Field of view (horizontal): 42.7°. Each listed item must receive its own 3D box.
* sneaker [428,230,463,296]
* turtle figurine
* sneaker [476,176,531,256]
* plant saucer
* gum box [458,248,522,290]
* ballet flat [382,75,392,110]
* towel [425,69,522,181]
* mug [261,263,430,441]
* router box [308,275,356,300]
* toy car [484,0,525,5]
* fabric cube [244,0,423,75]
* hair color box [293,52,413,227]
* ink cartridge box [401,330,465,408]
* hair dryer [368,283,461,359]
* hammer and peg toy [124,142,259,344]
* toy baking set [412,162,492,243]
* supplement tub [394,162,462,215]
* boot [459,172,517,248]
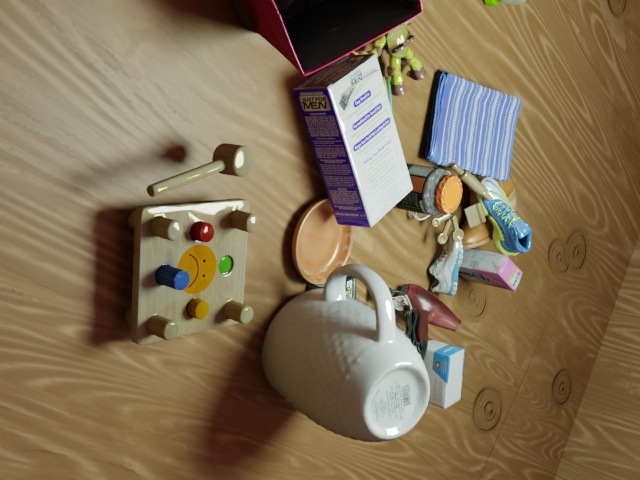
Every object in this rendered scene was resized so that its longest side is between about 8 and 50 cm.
[{"bbox_3d":[0.343,0.065,2.266,0.071,0.082,0.191,-96,-168,-72],"label":"sneaker"},{"bbox_3d":[0.184,-0.463,1.910,0.269,0.087,0.217,-52,135,-27],"label":"turtle figurine"},{"bbox_3d":[0.518,-0.066,2.248,0.091,0.126,0.240,-35,111,-24],"label":"sneaker"},{"bbox_3d":[0.000,0.000,1.873,0.200,0.037,0.200,-18,115,-45],"label":"plant saucer"},{"bbox_3d":[0.464,0.078,2.336,0.107,0.188,0.062,40,71,-40],"label":"gum box"},{"bbox_3d":[0.138,-0.272,1.924,0.077,0.077,0.231,-95,174,-54],"label":"ballet flat"},{"bbox_3d":[0.419,-0.304,2.209,0.336,0.040,0.243,9,90,-38],"label":"towel"},{"bbox_3d":[0.071,0.234,1.747,0.276,0.328,0.374,-6,107,-31],"label":"mug"},{"bbox_3d":[0.028,0.176,1.953,0.133,0.046,0.179,-16,114,-47],"label":"router box"},{"bbox_3d":[0.508,-0.737,2.173,0.149,0.155,0.188,28,70,-50],"label":"toy car"},{"bbox_3d":[-0.011,-0.497,1.468,0.254,0.258,0.259,-29,128,-5],"label":"fabric cube"},{"bbox_3d":[0.079,-0.220,1.816,0.185,0.110,0.339,-41,125,-39],"label":"hair color box"},{"bbox_3d":[0.267,0.336,2.163,0.086,0.203,0.148,-14,112,-49],"label":"ink cartridge box"},{"bbox_3d":[0.255,0.214,2.134,0.293,0.080,0.224,-2,60,-41],"label":"hair dryer"},{"bbox_3d":[-0.241,0.000,1.517,0.266,0.127,0.362,-9,108,-46],"label":"hammer and peg toy"},{"bbox_3d":[0.343,-0.101,2.166,0.256,0.030,0.197,42,84,-27],"label":"toy baking set"},{"bbox_3d":[0.242,-0.126,2.000,0.117,0.190,0.117,-19,116,-46],"label":"supplement tub"},{"bbox_3d":[0.452,-0.123,2.325,0.283,0.109,0.220,-35,119,-25],"label":"boot"}]
